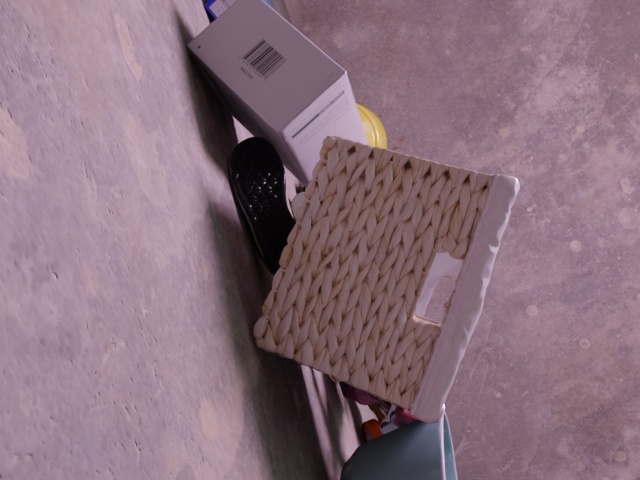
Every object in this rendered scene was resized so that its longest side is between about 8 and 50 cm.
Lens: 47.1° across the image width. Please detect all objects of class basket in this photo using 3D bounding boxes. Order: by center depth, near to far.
[{"bbox_3d":[0.105,0.057,1.068,0.331,0.266,0.328,40,70,-76],"label":"basket"}]

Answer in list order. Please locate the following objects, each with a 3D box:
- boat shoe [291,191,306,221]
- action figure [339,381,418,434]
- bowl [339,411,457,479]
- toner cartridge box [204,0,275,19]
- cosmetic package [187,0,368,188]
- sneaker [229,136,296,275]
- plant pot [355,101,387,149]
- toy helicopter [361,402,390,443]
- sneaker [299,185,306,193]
[{"bbox_3d":[-0.001,0.000,1.663,0.081,0.079,0.228,35,34,-72],"label":"boat shoe"},{"bbox_3d":[0.136,0.255,1.355,0.370,0.275,0.248,-143,-148,-70],"label":"action figure"},{"bbox_3d":[0.122,0.417,1.091,0.311,0.163,0.312,-7,90,-79],"label":"bowl"},{"bbox_3d":[-0.136,-0.451,1.524,0.165,0.075,0.348,51,12,-16],"label":"toner cartridge box"},{"bbox_3d":[-0.059,-0.228,1.160,0.224,0.138,0.225,45,-6,22],"label":"cosmetic package"},{"bbox_3d":[-0.090,-0.042,1.144,0.097,0.084,0.235,138,-62,-71],"label":"sneaker"},{"bbox_3d":[0.030,-0.267,2.024,0.239,0.254,0.254,-13,85,-67],"label":"plant pot"},{"bbox_3d":[0.123,0.291,1.657,0.235,0.140,0.355,93,-27,-46],"label":"toy helicopter"},{"bbox_3d":[-0.012,-0.128,1.906,0.067,0.078,0.188,60,14,5],"label":"sneaker"}]
